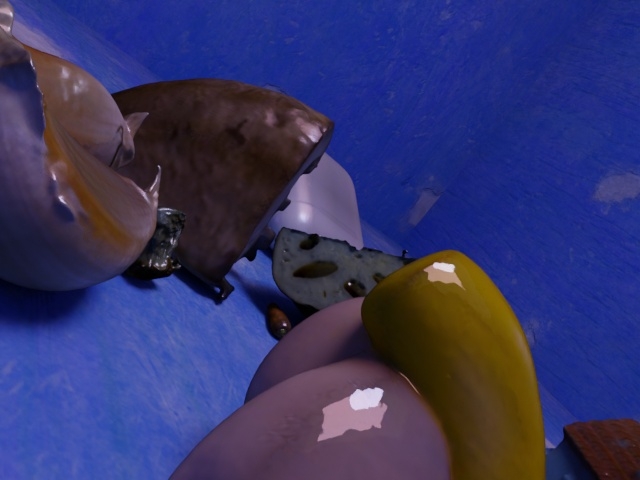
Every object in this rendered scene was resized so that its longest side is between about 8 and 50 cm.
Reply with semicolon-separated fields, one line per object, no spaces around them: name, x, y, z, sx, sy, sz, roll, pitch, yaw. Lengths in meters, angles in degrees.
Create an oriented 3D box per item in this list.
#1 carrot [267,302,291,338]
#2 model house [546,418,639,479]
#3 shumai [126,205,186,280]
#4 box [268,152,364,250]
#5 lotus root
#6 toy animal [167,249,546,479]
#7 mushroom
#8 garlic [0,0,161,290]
carrot;-0.067;0.123;0.994;0.032;0.032;0.093;35;7;-21
model house;0.392;0.348;0.769;0.251;0.329;0.295;34;11;-9
shumai;-0.224;0.007;0.808;0.099;0.087;0.123;4;-13;-44
box;-0.019;-0.076;1.488;0.288;0.141;0.349;36;36;-41
lotus root;0.052;0.110;1.106;0.267;0.149;0.260;15;-21;11
toy animal;0.029;0.192;0.544;0.246;0.345;0.278;-8;-59;55
mushroom;-0.216;-0.153;0.986;0.397;0.314;0.224;33;5;1
garlic;-0.284;-0.091;0.631;0.286;0.249;0.313;24;-14;10
